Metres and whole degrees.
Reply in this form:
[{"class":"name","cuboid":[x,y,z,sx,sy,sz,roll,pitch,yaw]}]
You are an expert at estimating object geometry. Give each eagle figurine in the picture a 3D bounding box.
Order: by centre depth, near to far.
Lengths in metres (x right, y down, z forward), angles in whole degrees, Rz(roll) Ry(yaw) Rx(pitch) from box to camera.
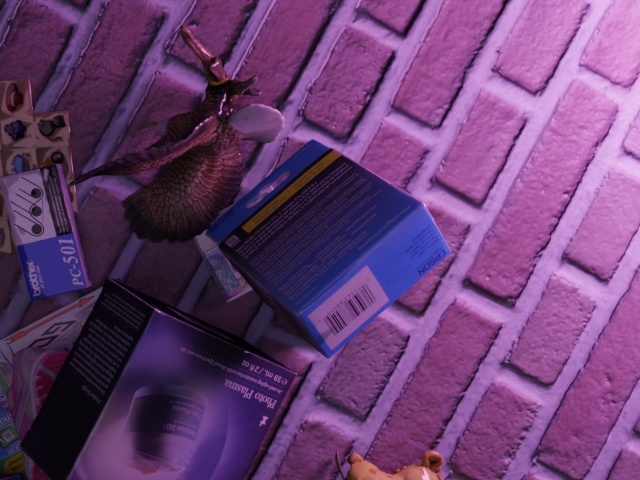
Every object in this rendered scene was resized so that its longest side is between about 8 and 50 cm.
[{"class":"eagle figurine","cuboid":[-0.220,-0.144,1.783,0.226,0.225,0.298,34,77,-11]}]

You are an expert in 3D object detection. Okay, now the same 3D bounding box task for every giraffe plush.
[{"class":"giraffe plush","cuboid":[0.128,0.433,1.859,0.170,0.181,0.210,-4,58,-13]}]

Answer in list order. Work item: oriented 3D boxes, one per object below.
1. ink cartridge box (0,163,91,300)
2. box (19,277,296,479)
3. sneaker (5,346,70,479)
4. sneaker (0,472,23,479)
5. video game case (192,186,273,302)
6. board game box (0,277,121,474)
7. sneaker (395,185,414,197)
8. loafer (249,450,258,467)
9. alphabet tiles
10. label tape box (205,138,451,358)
[{"class":"ink cartridge box","cuboid":[-0.447,-0.014,1.831,0.097,0.046,0.207,-13,94,-2]},{"class":"box","cuboid":[-0.244,0.261,1.732,0.296,0.183,0.294,29,87,-37]},{"class":"sneaker","cuboid":[-0.439,0.274,1.791,0.103,0.111,0.252,-11,115,-42]},{"class":"sneaker","cuboid":[-0.629,0.378,1.757,0.315,0.127,0.182,-11,65,-20]},{"class":"video game case","cuboid":[-0.120,0.006,1.878,0.157,0.019,0.143,-27,94,-3]},{"class":"board game box","cuboid":[-0.424,0.228,1.856,0.317,0.046,0.213,-28,93,-2]},{"class":"sneaker","cuboid":[0.076,0.041,1.818,0.106,0.162,0.281,31,91,-4]},{"class":"loafer","cuboid":[-0.148,0.353,1.861,0.076,0.078,0.223,26,91,-5]},{"class":"alphabet tiles","cuboid":[-0.577,-0.113,1.848,0.342,0.011,0.285,-6,93,-3]},{"class":"label tape box","cuboid":[0.000,0.000,1.752,0.249,0.348,0.115,-41,124,-9]}]
